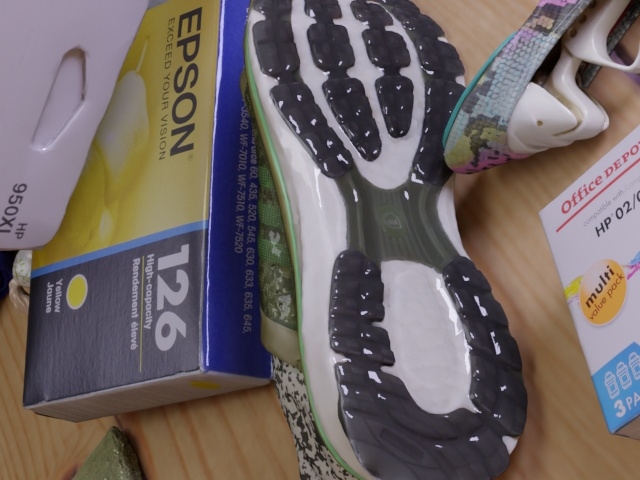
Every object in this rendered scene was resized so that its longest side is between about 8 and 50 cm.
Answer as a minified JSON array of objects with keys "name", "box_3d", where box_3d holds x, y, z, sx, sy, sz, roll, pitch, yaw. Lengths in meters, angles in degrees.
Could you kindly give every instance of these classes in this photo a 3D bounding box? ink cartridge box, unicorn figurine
[{"name":"ink cartridge box","box_3d":[-0.106,-0.033,1.312,0.307,0.072,0.304,-17,65,46]},{"name":"ink cartridge box","box_3d":[0.181,0.005,0.929,0.104,0.061,0.181,-44,45,36]},{"name":"ink cartridge box","box_3d":[-0.315,-0.216,1.342,0.395,0.166,0.285,48,125,38]},{"name":"unicorn figurine","box_3d":[-0.218,-0.007,1.486,0.111,0.060,0.162,28,80,33]}]

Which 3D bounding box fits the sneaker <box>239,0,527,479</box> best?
[{"name":"sneaker","box_3d":[0.000,0.000,1.124,0.182,0.158,0.410,-48,39,47]}]

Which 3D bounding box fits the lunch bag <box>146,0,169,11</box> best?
[{"name":"lunch bag","box_3d":[-0.242,-0.254,1.523,0.287,0.169,0.235,-29,61,52]}]

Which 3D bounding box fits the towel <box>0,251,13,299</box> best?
[{"name":"towel","box_3d":[-0.417,-0.015,1.708,0.227,0.076,0.308,-26,49,3]}]

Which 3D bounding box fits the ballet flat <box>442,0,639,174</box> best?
[{"name":"ballet flat","box_3d":[0.150,-0.111,1.016,0.079,0.077,0.221,47,117,29]}]

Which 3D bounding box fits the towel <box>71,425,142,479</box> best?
[{"name":"towel","box_3d":[-0.165,0.227,1.361,0.110,0.027,0.148,-54,39,26]}]
